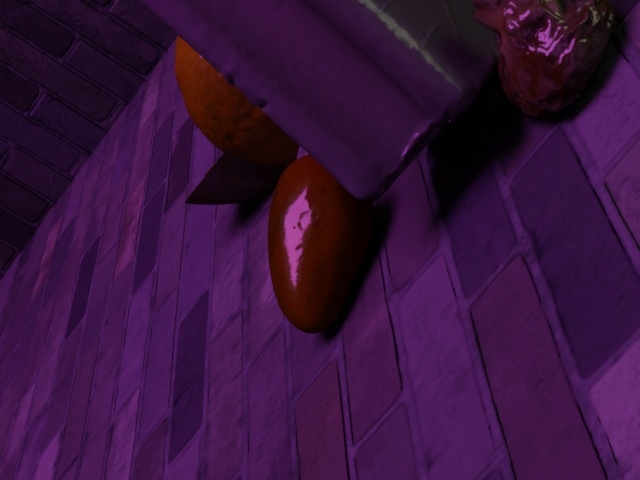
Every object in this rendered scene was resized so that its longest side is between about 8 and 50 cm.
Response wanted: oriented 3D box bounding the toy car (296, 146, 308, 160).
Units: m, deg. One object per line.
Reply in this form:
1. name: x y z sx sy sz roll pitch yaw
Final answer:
1. toy car: 0.025 -0.110 1.879 0.139 0.112 0.112 -53 19 15

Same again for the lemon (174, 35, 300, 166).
1. lemon: -0.067 -0.269 2.059 0.336 0.336 0.336 -49 20 25

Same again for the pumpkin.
1. pumpkin: -0.123 -0.126 2.316 0.217 0.110 0.217 -56 6 9

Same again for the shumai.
1. shumai: 0.235 -0.241 1.512 0.161 0.153 0.209 -37 24 31

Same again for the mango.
1. mango: 0.000 0.000 1.754 0.138 0.113 0.253 -6 61 17

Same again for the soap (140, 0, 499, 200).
1. soap: 0.009 -0.297 1.669 0.213 0.435 0.350 -46 -1 30
